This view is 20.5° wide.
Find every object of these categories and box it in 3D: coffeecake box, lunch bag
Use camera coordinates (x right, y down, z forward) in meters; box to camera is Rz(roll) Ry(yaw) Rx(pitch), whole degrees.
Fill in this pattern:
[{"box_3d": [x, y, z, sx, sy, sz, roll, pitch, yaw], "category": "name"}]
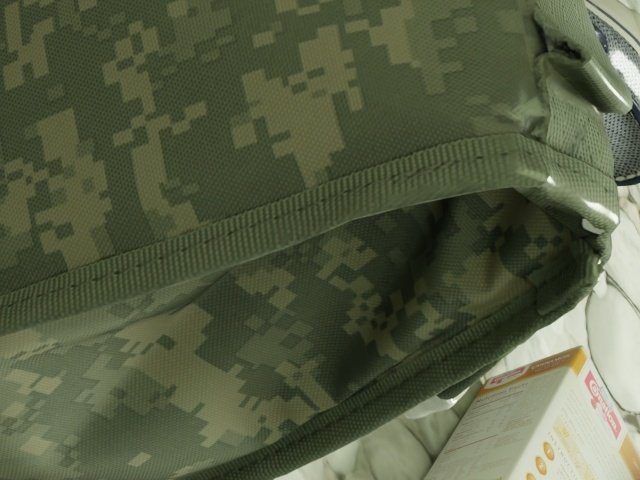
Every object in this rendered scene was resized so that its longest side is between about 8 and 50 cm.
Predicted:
[{"box_3d": [0.120, 0.164, 0.934, 0.142, 0.068, 0.185, 61, 31, -11], "category": "coffeecake box"}, {"box_3d": [-0.047, -0.056, 0.520, 0.169, 0.287, 0.235, 26, 48, -47], "category": "lunch bag"}]

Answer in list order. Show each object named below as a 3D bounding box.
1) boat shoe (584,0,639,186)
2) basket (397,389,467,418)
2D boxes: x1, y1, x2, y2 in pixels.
[{"box_3d": [0.094, -0.095, 1.033, 0.340, 0.127, 0.158, 37, 48, -29], "category": "boat shoe"}, {"box_3d": [0.000, 0.000, 0.822, 0.167, 0.103, 0.113, 60, 31, -10], "category": "basket"}]
